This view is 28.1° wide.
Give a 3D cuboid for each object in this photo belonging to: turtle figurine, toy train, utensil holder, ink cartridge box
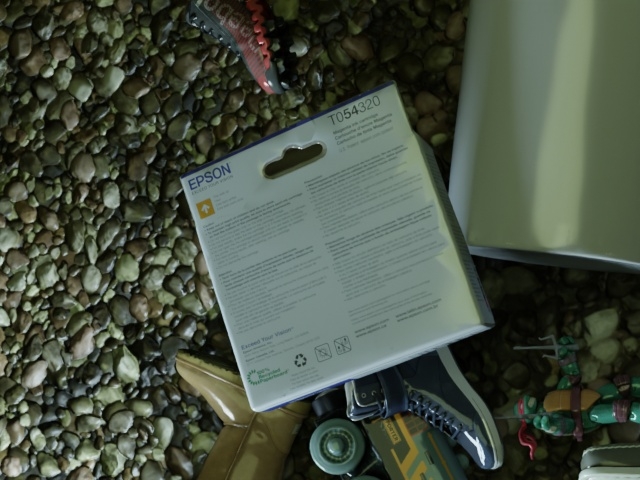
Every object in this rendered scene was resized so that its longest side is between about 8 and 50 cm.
[{"bbox_3d":[0.344,0.212,1.726,0.234,0.118,0.175,-6,40,15],"label":"turtle figurine"},{"bbox_3d":[0.117,0.338,1.772,0.190,0.142,0.334,-28,75,2],"label":"toy train"},{"bbox_3d":[0.336,-0.162,1.668,0.328,0.327,0.385,5,86,18],"label":"utensil holder"},{"bbox_3d":[0.015,0.011,1.621,0.324,0.071,0.330,-22,77,19],"label":"ink cartridge box"}]

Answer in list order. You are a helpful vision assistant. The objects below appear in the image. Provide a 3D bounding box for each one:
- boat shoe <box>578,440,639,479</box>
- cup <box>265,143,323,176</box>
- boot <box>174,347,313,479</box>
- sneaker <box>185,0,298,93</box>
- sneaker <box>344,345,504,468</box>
[{"bbox_3d":[0.472,0.274,1.635,0.305,0.109,0.091,1,67,-9],"label":"boat shoe"},{"bbox_3d":[0.000,0.000,1.795,0.331,0.237,0.331,-3,81,18],"label":"cup"},{"bbox_3d":[-0.158,0.319,1.881,0.236,0.089,0.269,24,92,20],"label":"boot"},{"bbox_3d":[-0.129,-0.331,1.954,0.135,0.097,0.276,-27,74,12],"label":"sneaker"},{"bbox_3d":[0.127,0.229,1.687,0.163,0.086,0.226,-23,66,-21],"label":"sneaker"}]
